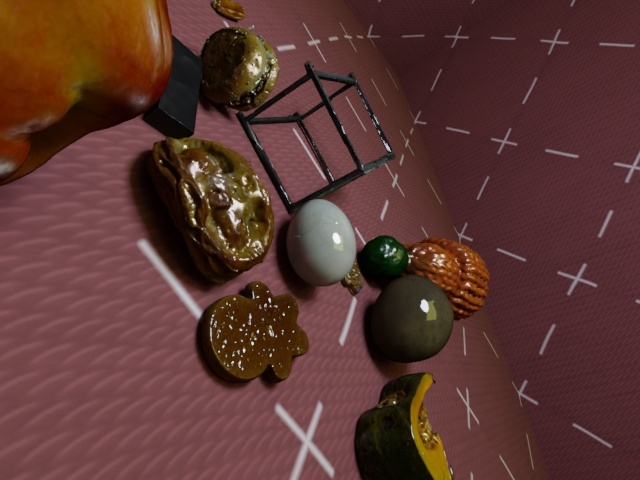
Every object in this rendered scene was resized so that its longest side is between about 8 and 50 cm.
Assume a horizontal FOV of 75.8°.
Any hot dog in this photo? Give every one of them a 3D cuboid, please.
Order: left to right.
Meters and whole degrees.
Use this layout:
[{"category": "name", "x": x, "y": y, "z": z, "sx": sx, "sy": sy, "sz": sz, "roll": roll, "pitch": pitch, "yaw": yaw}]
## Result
[{"category": "hot dog", "x": -0.173, "y": -0.065, "z": 0.672, "sx": 0.175, "sy": 0.114, "sz": 0.258, "roll": -32, "pitch": 96, "yaw": -45}, {"category": "hot dog", "x": -0.252, "y": -0.634, "z": 1.131, "sx": 0.122, "sy": 0.037, "sz": 0.049, "roll": -27, "pitch": 102, "yaw": -58}]

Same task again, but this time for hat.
[{"category": "hat", "x": 0.323, "y": 0.072, "z": 1.263, "sx": 0.400, "sy": 0.286, "sz": 0.285, "roll": 34, "pitch": 39, "yaw": -38}]

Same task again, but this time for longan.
[{"category": "longan", "x": 0.236, "y": 0.210, "z": 1.085, "sx": 0.246, "sy": 0.215, "sz": 0.245, "roll": -12, "pitch": 110, "yaw": -37}]

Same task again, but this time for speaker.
[{"category": "speaker", "x": -0.273, "y": -0.287, "z": 0.778, "sx": 0.082, "sy": 0.044, "sz": 0.217, "roll": 34, "pitch": 40, "yaw": -45}]

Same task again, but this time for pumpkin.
[{"category": "pumpkin", "x": 0.196, "y": 0.425, "z": 0.893, "sx": 0.281, "sy": 0.139, "sz": 0.189, "roll": -17, "pitch": 78, "yaw": -60}]

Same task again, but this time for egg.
[{"category": "egg", "x": 0.000, "y": 0.000, "z": 0.897, "sx": 0.151, "sy": 0.151, "sz": 0.209, "roll": 33, "pitch": 39, "yaw": -46}]

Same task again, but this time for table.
[{"category": "table", "x": 0.010, "y": -0.268, "z": 1.070, "sx": 0.272, "sy": 0.223, "sz": 0.335, "roll": 61, "pitch": 26, "yaw": -5}]

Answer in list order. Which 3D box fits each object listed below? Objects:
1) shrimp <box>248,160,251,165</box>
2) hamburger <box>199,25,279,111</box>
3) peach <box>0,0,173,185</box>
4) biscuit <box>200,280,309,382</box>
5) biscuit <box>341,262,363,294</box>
[{"category": "shrimp", "x": -0.203, "y": -0.145, "z": 0.793, "sx": 0.124, "sy": 0.034, "sz": 0.178, "roll": 53, "pitch": 38, "yaw": -15}, {"category": "hamburger", "x": -0.182, "y": -0.377, "z": 0.883, "sx": 0.114, "sy": 0.177, "sz": 0.185, "roll": 11, "pitch": 99, "yaw": -53}, {"category": "peach", "x": -0.306, "y": -0.229, "z": 0.350, "sx": 0.405, "sy": 0.335, "sz": 0.310, "roll": 62, "pitch": 20, "yaw": 7}, {"category": "biscuit", "x": -0.106, "y": 0.156, "z": 0.698, "sx": 0.236, "sy": 0.039, "sz": 0.179, "roll": 7, "pitch": 63, "yaw": -58}, {"category": "biscuit", "x": 0.066, "y": 0.059, "z": 1.102, "sx": 0.174, "sy": 0.026, "sz": 0.124, "roll": 60, "pitch": 28, "yaw": -7}]
